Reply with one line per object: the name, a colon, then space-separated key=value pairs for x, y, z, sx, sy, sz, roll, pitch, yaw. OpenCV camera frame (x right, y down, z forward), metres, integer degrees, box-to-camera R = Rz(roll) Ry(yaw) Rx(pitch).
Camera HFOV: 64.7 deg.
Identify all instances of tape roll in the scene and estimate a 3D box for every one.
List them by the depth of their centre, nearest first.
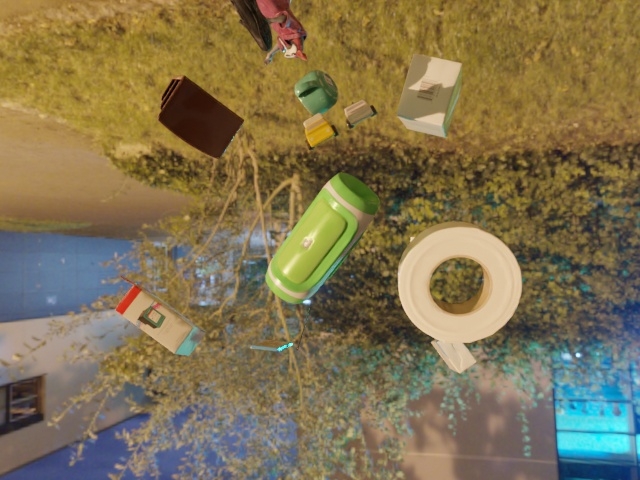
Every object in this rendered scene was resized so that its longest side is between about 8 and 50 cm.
tape roll: x=0.329 y=0.100 z=1.220 sx=0.286 sy=0.286 sz=0.100 roll=-3 pitch=-170 yaw=7

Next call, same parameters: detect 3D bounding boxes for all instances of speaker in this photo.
speaker: x=0.000 y=0.000 z=1.107 sx=0.131 sy=0.131 sz=0.296 roll=4 pitch=130 yaw=-52

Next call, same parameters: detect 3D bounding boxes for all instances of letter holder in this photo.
letter holder: x=-0.510 y=-0.497 z=2.075 sx=0.302 sy=0.214 sz=0.152 roll=32 pitch=178 yaw=-34

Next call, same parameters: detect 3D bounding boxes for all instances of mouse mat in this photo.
mouse mat: x=-0.055 y=0.285 z=1.620 sx=0.007 sy=0.152 sz=0.189 roll=17 pitch=163 yaw=0

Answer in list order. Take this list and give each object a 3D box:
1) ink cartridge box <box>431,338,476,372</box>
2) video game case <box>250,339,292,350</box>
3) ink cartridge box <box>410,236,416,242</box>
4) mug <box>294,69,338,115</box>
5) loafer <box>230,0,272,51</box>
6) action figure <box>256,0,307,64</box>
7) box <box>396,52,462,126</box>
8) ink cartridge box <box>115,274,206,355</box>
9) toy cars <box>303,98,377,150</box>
ink cartridge box: x=0.382 y=0.320 z=1.466 sx=0.060 sy=0.104 sz=0.180 roll=-36 pitch=168 yaw=-1
video game case: x=-0.200 y=0.433 z=2.088 sx=0.119 sy=0.015 sz=0.166 roll=2 pitch=177 yaw=17
ink cartridge box: x=0.444 y=0.023 z=1.747 sx=0.225 sy=0.056 sz=0.181 roll=-5 pitch=162 yaw=28
mug: x=-0.006 y=-0.469 z=1.600 sx=0.097 sy=0.129 sz=0.157 roll=-30 pitch=-155 yaw=26
loafer: x=-0.226 y=-0.715 z=1.629 sx=0.078 sy=0.076 sz=0.223 roll=-6 pitch=132 yaw=29
action figure: x=-0.149 y=-0.878 z=2.008 sx=0.276 sy=0.370 sz=0.248 roll=-37 pitch=-175 yaw=-13
box: x=0.405 y=-0.516 z=1.845 sx=0.168 sy=0.214 sz=0.345 roll=17 pitch=-171 yaw=13
ink cartridge box: x=-0.411 y=0.188 z=1.257 sx=0.231 sy=0.078 sz=0.134 roll=33 pitch=167 yaw=9
toy cars: x=0.057 y=-0.384 z=1.608 sx=0.176 sy=0.087 sz=0.394 roll=-18 pitch=-166 yaw=47
